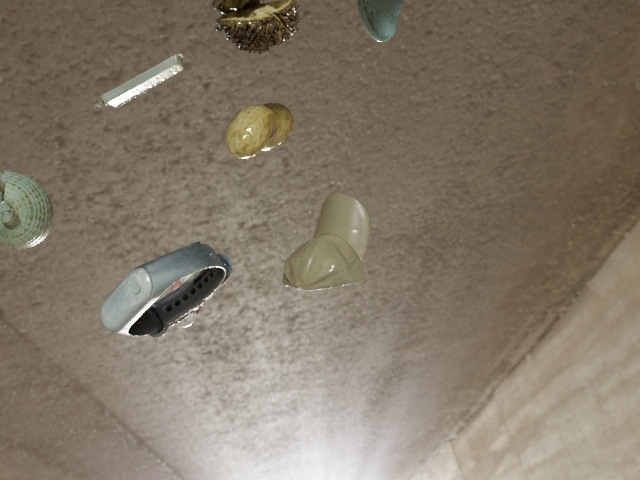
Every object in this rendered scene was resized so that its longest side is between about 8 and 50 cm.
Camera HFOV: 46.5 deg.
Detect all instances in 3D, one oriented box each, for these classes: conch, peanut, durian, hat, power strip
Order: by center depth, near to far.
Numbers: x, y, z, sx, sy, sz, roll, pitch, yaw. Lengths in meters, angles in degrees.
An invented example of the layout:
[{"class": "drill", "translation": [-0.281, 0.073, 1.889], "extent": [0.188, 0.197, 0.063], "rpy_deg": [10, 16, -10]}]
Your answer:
[{"class": "durian", "translation": [-0.125, -0.447, 1.407], "extent": [0.166, 0.196, 0.196], "rpy_deg": [-8, 155, -7]}, {"class": "hat", "translation": [0.000, 0.000, 1.413], "extent": [0.166, 0.173, 0.144], "rpy_deg": [-4, -177, 41]}, {"class": "peanut", "translation": [-0.128, -0.238, 1.580], "extent": [0.098, 0.103, 0.229], "rpy_deg": [-12, -170, 25]}, {"class": "conch", "translation": [-0.681, -0.067, 1.718], "extent": [0.131, 0.172, 0.200], "rpy_deg": [9, 172, -30]}, {"class": "power strip", "translation": [-0.440, -0.381, 1.814], "extent": [0.252, 0.027, 0.060], "rpy_deg": [-28, 177, 5]}]

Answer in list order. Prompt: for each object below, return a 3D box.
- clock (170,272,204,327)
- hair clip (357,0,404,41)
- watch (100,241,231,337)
[{"class": "clock", "translation": [-0.312, 0.109, 1.754], "extent": [0.092, 0.162, 0.166], "rpy_deg": [17, 106, -4]}, {"class": "hair clip", "translation": [0.148, -0.687, 1.628], "extent": [0.318, 0.392, 0.238], "rpy_deg": [-49, -161, -10]}, {"class": "watch", "translation": [-0.254, 0.087, 1.229], "extent": [0.193, 0.068, 0.206], "rpy_deg": [-9, 149, -52]}]
